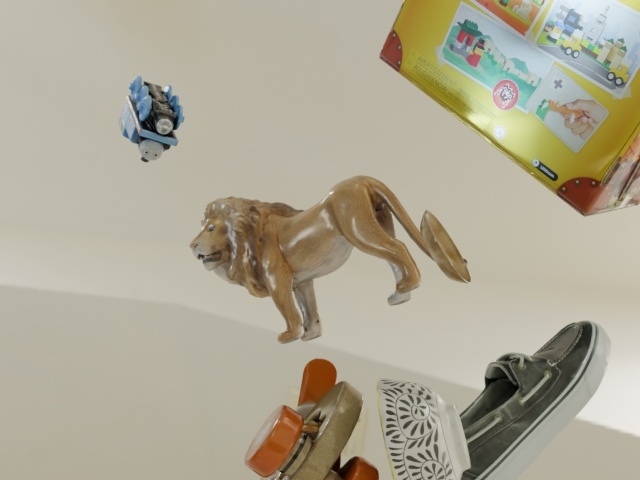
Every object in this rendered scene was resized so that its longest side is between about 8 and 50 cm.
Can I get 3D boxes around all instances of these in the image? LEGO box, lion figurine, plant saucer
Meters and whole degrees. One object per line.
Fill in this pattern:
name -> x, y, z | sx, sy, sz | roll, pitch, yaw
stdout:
LEGO box -> 0.382, -0.339, 1.327 | 0.500, 0.193, 0.373 | 45, -54, 30
lion figurine -> 0.000, 0.000, 1.137 | 0.392, 0.142, 0.240 | -24, -103, 29
plant saucer -> 0.119, 0.009, 0.791 | 0.015, 0.083, 0.083 | -32, -69, 17

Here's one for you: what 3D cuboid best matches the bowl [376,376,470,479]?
bowl -> 0.124, 0.231, 0.927 | 0.080, 0.170, 0.170 | -15, -59, 10

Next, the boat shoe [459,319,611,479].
boat shoe -> 0.287, 0.214, 1.145 | 0.119, 0.335, 0.121 | 48, -25, -5

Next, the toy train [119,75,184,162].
toy train -> -0.278, -0.197, 1.331 | 0.080, 0.184, 0.105 | 13, -67, -28

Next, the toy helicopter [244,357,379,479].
toy helicopter -> -0.056, 0.307, 1.061 | 0.140, 0.235, 0.355 | 34, -60, -5
